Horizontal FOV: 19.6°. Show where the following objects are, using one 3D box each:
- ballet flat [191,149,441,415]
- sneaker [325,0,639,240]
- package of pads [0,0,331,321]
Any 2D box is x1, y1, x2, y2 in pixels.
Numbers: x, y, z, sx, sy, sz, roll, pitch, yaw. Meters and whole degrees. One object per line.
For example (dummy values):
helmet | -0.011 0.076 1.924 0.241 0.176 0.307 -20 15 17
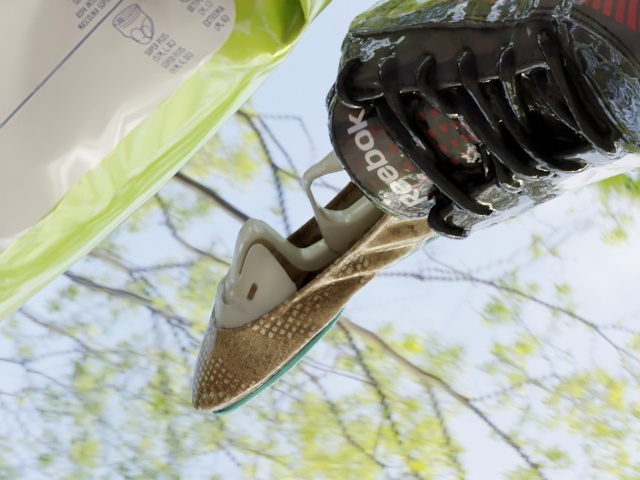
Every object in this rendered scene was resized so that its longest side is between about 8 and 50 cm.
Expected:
ballet flat | 0.000 0.000 0.910 0.206 0.073 0.067 -42 -63 4
sneaker | 0.078 -0.055 0.668 0.135 0.276 0.098 -37 -74 -11
package of pads | -0.077 -0.059 0.498 0.101 0.229 0.296 47 -50 -8
